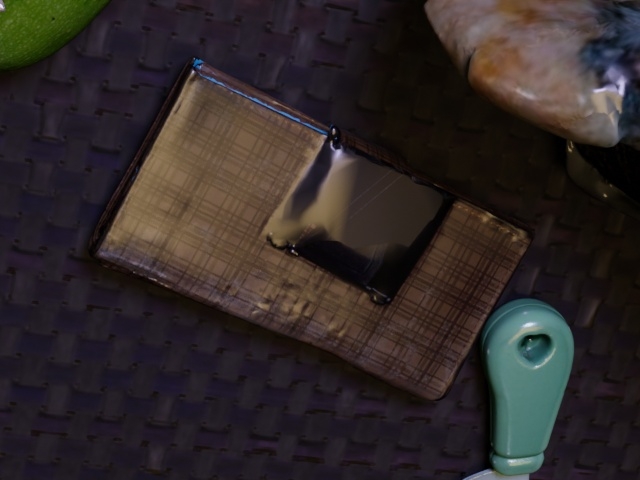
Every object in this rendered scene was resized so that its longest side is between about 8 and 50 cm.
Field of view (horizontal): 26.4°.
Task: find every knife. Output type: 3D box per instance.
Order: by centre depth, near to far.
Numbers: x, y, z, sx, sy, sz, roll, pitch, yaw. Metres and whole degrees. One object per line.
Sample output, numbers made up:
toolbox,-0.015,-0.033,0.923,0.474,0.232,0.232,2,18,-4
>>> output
knife,0.110,0.158,0.849,0.063,0.034,0.260,0,112,-12

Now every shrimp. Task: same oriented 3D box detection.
shrimp,0.214,-0.134,0.678,0.360,0.247,0.085,-16,136,-22

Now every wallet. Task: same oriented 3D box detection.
wallet,0.000,0.000,0.754,0.230,0.042,0.124,25,103,-21

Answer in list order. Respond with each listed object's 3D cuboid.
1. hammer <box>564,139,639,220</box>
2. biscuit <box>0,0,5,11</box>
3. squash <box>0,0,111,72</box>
hammer,0.334,0.039,0.800,0.409,0.242,0.095,31,96,-40
biscuit,-0.203,-0.209,0.561,0.252,0.070,0.106,45,92,-3
squash,-0.084,-0.200,0.636,0.082,0.082,0.292,34,97,-24
